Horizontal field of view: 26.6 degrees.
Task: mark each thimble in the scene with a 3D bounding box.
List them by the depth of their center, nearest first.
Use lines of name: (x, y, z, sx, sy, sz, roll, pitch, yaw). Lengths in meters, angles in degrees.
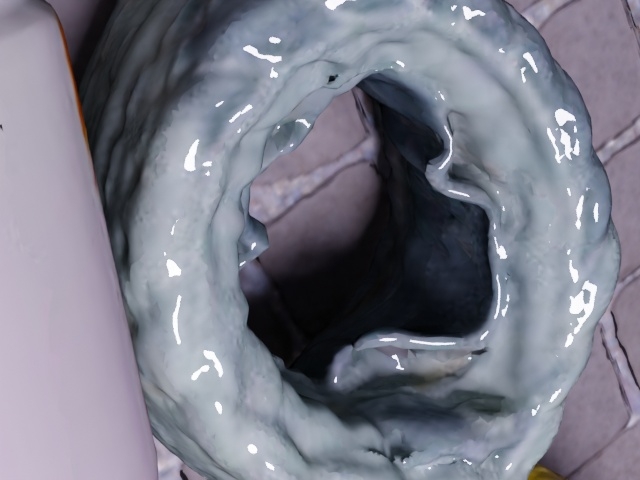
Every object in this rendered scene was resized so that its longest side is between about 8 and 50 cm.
thimble: (0.000, 0.000, 0.551, 0.205, 0.172, 0.250, -23, 111, -20)

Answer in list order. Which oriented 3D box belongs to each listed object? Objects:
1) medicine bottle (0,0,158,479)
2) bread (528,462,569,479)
medicine bottle: (-0.157, 0.058, 0.424, 0.202, 0.202, 0.315, -17, 108, -25)
bread: (0.073, 0.202, 0.644, 0.170, 0.197, 0.197, 38, 84, -39)
